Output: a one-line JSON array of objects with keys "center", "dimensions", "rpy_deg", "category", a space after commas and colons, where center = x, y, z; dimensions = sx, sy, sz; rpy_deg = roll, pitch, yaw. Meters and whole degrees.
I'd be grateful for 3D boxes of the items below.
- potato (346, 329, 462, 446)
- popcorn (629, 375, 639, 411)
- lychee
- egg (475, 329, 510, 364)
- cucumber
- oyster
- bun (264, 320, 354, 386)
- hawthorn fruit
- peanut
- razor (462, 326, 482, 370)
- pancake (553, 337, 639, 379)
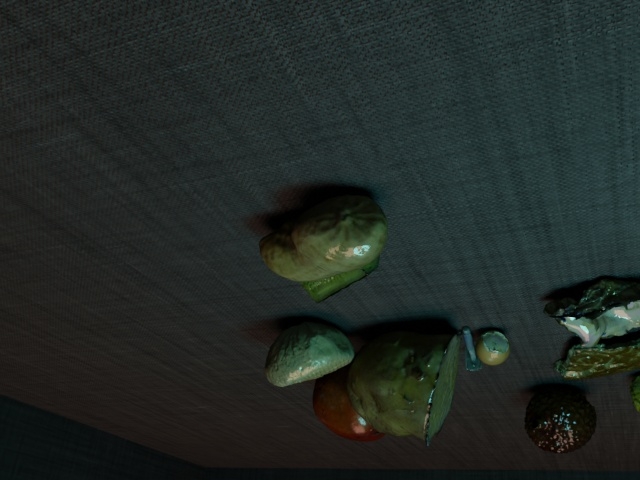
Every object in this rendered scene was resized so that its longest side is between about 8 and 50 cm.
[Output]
[{"center": [0.183, 0.322, 1.495], "dimensions": [0.237, 0.289, 0.301], "rpy_deg": [13, -175, 22], "category": "potato"}, {"center": [0.855, 0.396, 1.630], "dimensions": [0.106, 0.121, 0.116], "rpy_deg": [24, 165, 50], "category": "popcorn"}, {"center": [0.664, 0.502, 1.770], "dimensions": [0.238, 0.200, 0.200], "rpy_deg": [5, 155, -33], "category": "lychee"}, {"center": [0.400, 0.253, 1.475], "dimensions": [0.080, 0.080, 0.096], "rpy_deg": [5, 147, 0], "category": "egg"}, {"center": [0.031, 0.054, 1.214], "dimensions": [0.078, 0.062, 0.211], "rpy_deg": [48, 147, -5], "category": "cucumber"}, {"center": [0.583, 0.144, 1.254], "dimensions": [0.259, 0.092, 0.198], "rpy_deg": [-14, 147, 15], "category": "oyster"}, {"center": [-0.034, 0.268, 1.520], "dimensions": [0.220, 0.134, 0.220], "rpy_deg": [-19, 167, -5], "category": "bun"}, {"center": [0.114, 0.441, 1.692], "dimensions": [0.211, 0.211, 0.299], "rpy_deg": [27, 174, -34], "category": "hawthorn fruit"}, {"center": [0.000, 0.000, 1.056], "dimensions": [0.137, 0.122, 0.253], "rpy_deg": [25, 150, -31], "category": "peanut"}, {"center": [0.360, 0.250, 1.516], "dimensions": [0.040, 0.068, 0.135], "rpy_deg": [-7, 137, 17], "category": "razor"}, {"center": [0.671, 0.260, 1.480], "dimensions": [0.197, 0.054, 0.376], "rpy_deg": [16, 147, -21], "category": "pancake"}]
